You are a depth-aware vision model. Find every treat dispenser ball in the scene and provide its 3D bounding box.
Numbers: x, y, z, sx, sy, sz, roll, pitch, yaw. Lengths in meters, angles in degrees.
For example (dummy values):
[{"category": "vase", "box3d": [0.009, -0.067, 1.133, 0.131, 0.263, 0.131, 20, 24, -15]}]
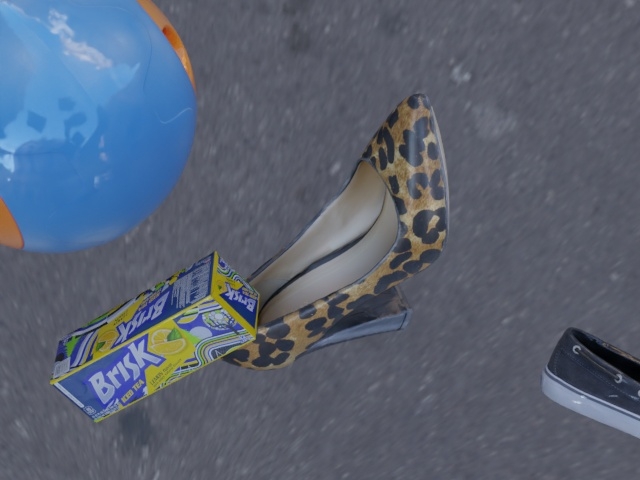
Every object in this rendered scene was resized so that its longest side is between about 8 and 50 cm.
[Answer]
[{"category": "treat dispenser ball", "box3d": [-0.263, -0.131, 1.790, 0.288, 0.288, 0.288, 1, 78, -6]}]

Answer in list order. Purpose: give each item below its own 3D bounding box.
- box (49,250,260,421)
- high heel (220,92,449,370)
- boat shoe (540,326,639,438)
[{"category": "box", "box3d": [-0.131, 0.078, 1.444, 0.169, 0.054, 0.059, -28, 124, 26]}, {"category": "high heel", "box3d": [0.000, 0.000, 1.439, 0.186, 0.261, 0.093, -11, 47, -22]}, {"category": "boat shoe", "box3d": [0.314, 0.138, 1.645, 0.228, 0.080, 0.076, 22, 112, 15]}]
